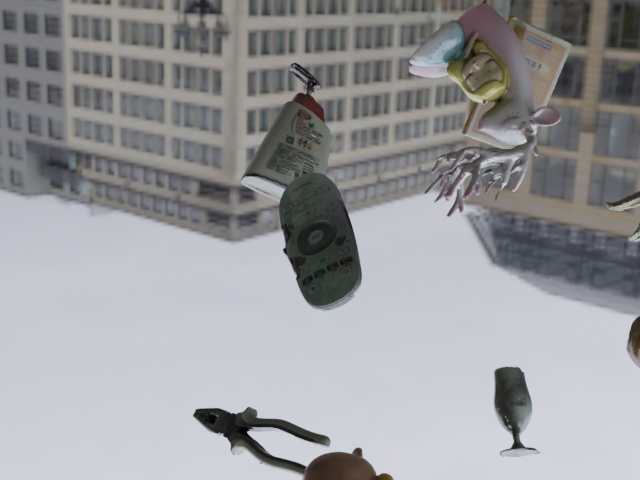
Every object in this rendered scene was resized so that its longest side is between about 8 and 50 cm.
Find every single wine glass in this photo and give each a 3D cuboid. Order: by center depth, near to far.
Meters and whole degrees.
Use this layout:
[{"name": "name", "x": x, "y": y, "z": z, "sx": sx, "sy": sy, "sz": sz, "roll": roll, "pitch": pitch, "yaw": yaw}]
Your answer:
[{"name": "wine glass", "x": 0.491, "y": 0.434, "z": 2.585, "sx": 0.103, "sy": 0.222, "sz": 0.103, "roll": -3, "pitch": 157, "yaw": -1}]

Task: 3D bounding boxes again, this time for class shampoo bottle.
[{"name": "shampoo bottle", "x": -0.049, "y": -0.204, "z": 1.951, "sx": 0.153, "sy": 0.284, "sz": 0.071, "roll": 24, "pitch": 148, "yaw": -20}]

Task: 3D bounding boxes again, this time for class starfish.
[{"name": "starfish", "x": 0.464, "y": -0.060, "z": 1.355, "sx": 0.175, "sy": 0.208, "sz": 0.053, "roll": -9, "pitch": -126, "yaw": -14}]

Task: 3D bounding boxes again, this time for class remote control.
[{"name": "remote control", "x": -0.001, "y": -0.001, "z": 1.331, "sx": 0.097, "sy": 0.045, "sz": 0.256, "roll": -26, "pitch": -140, "yaw": 12}]

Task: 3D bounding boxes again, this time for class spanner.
[{"name": "spanner", "x": -0.121, "y": 0.373, "z": 1.939, "sx": 0.324, "sy": 0.096, "sz": 0.040, "roll": 12, "pitch": 163, "yaw": 37}]

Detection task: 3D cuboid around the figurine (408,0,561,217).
[{"name": "figurine", "x": 0.274, "y": -0.216, "z": 1.824, "sx": 0.284, "sy": 0.316, "sz": 0.206, "roll": -35, "pitch": 166, "yaw": -4}]

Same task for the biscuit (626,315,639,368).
[{"name": "biscuit", "x": 0.331, "y": 0.007, "z": 0.656, "sx": 0.290, "sy": 0.208, "sz": 0.041, "roll": -34, "pitch": -157, "yaw": 7}]

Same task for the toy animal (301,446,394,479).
[{"name": "toy animal", "x": 0.029, "y": 0.440, "z": 1.650, "sx": 0.149, "sy": 0.165, "sz": 0.248, "roll": 35, "pitch": -145, "yaw": -8}]

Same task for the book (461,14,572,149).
[{"name": "book", "x": 0.385, "y": -0.298, "z": 1.994, "sx": 0.170, "sy": 0.242, "sz": 0.018, "roll": 14, "pitch": -167, "yaw": -34}]
